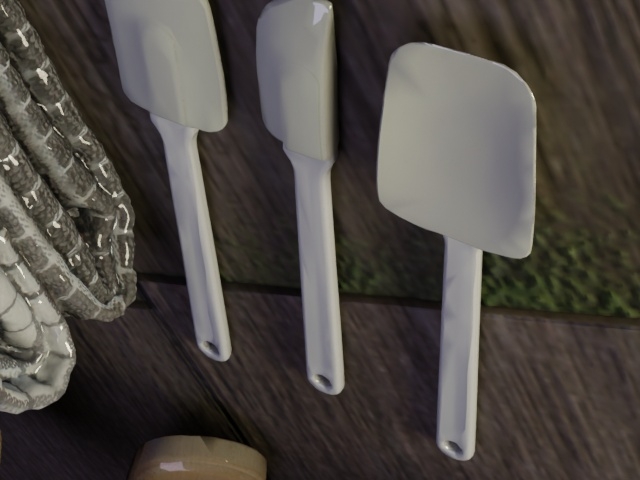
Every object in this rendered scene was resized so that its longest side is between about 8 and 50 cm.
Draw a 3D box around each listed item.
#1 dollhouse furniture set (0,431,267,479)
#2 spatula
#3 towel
[{"bbox_3d":[-0.038,0.256,0.594,0.394,0.362,0.256,7,149,-10],"label":"dollhouse furniture set"},{"bbox_3d":[0.000,0.000,0.523,0.168,0.019,0.242,20,144,19],"label":"spatula"},{"bbox_3d":[-0.222,-0.068,0.544,0.235,0.121,0.284,10,141,35],"label":"towel"}]
